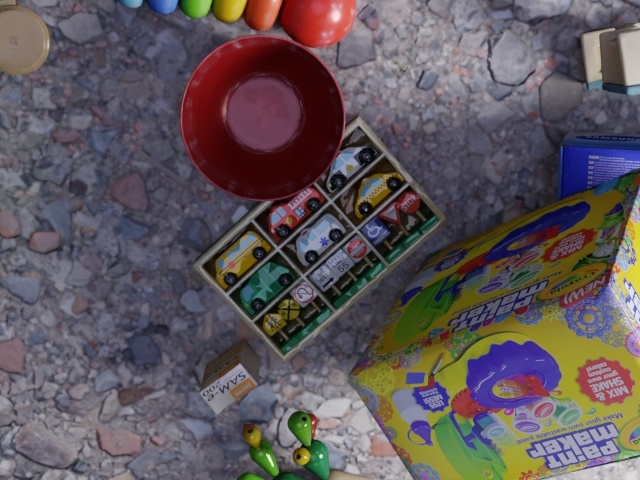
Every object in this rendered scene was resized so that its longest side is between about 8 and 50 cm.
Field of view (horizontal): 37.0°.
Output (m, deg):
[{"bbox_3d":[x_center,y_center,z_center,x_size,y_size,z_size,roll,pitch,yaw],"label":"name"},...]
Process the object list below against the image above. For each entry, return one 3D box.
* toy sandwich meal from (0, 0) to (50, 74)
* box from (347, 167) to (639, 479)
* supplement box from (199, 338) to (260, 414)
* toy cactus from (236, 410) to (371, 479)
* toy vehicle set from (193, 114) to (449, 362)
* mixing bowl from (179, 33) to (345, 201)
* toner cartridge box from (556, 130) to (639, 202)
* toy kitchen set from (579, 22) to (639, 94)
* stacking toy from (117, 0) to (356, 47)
[{"bbox_3d":[-0.349,-0.231,1.092,0.086,0.029,0.085,-2,105,-6],"label":"toy sandwich meal"},{"bbox_3d":[0.232,0.098,1.003,0.290,0.279,0.177,-25,104,33],"label":"box"},{"bbox_3d":[-0.108,0.161,1.146,0.062,0.098,0.036,-36,101,4],"label":"supplement box"},{"bbox_3d":[-0.025,0.309,1.194,0.181,0.112,0.219,9,99,-23],"label":"toy cactus"},{"bbox_3d":[0.000,0.000,1.150,0.267,0.035,0.166,-42,101,6],"label":"toy vehicle set"},{"bbox_3d":[-0.064,-0.141,1.086,0.182,0.098,0.181,0,102,-2],"label":"mixing bowl"},{"bbox_3d":[0.444,-0.027,1.063,0.348,0.075,0.165,7,111,22],"label":"toner cartridge box"},{"bbox_3d":[0.412,-0.189,1.062,0.207,0.166,0.122,-12,102,0],"label":"toy kitchen set"},{"bbox_3d":[-0.119,-0.290,1.041,0.330,0.141,0.141,16,101,-10],"label":"stacking toy"}]
